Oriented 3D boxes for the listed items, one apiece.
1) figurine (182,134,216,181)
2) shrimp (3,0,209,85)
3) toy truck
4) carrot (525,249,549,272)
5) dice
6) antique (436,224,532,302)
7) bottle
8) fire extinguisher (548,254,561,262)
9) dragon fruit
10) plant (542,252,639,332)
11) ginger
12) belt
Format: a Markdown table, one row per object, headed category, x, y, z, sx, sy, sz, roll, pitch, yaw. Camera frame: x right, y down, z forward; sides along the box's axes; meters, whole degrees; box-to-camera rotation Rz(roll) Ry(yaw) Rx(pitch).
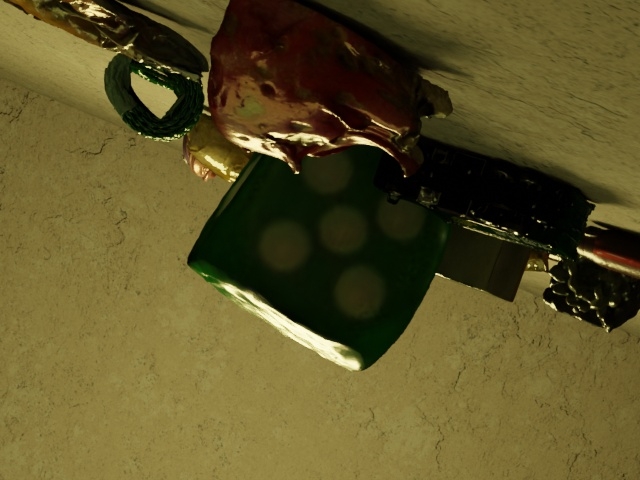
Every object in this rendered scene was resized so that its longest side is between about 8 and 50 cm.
| category | x | y | z | sx | sy | sz | roll | pitch | yaw |
| --- | --- | --- | --- | --- | --- | --- | --- | --- | --- |
| figurine | -0.210 | -0.177 | 2.458 | 0.114 | 0.126 | 0.157 | -31 | -144 | -34 |
| shrimp | -0.271 | -0.269 | 1.412 | 0.317 | 0.062 | 0.164 | 25 | 175 | -8 |
| toy truck | 0.201 | -0.058 | 1.544 | 0.259 | 0.088 | 0.121 | 19 | 177 | 31 |
| carrot | 0.307 | 0.011 | 2.011 | 0.173 | 0.082 | 0.082 | 7 | 169 | 37 |
| dice | 0.000 | 0.000 | 1.774 | 0.300 | 0.287 | 0.297 | 33 | 169 | -9 |
| antique | 0.243 | 0.004 | 1.911 | 0.152 | 0.147 | 0.148 | 21 | -179 | 33 |
| bottle | 0.423 | 0.020 | 1.658 | 0.164 | 0.060 | 0.060 | 21 | 178 | 44 |
| fire extinguisher | 0.362 | 0.003 | 2.039 | 0.158 | 0.043 | 0.064 | 20 | 147 | 41 |
| dragon fruit | 0.011 | -0.126 | 1.147 | 0.211 | 0.134 | 0.262 | 18 | 177 | 18 |
| plant | 0.415 | 0.063 | 1.838 | 0.132 | 0.129 | 0.194 | 21 | -179 | 29 |
| ginger | -0.147 | -0.157 | 2.321 | 0.116 | 0.109 | 0.263 | 12 | 172 | 44 |
| belt | -0.237 | -0.210 | 1.718 | 0.151 | 0.121 | 0.079 | 40 | -178 | 2 |
